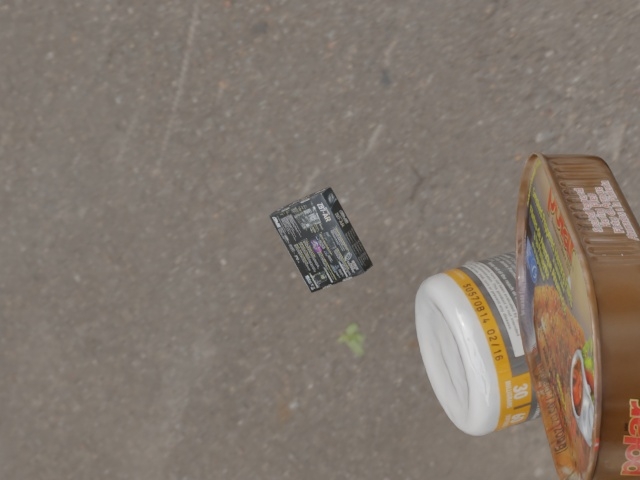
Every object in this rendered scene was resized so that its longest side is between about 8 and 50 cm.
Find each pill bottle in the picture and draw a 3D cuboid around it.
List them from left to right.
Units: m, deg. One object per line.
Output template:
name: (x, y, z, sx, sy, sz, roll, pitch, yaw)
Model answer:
pill bottle: (0.245, 0.076, 1.200, 0.162, 0.278, 0.162, 164, 90, -78)

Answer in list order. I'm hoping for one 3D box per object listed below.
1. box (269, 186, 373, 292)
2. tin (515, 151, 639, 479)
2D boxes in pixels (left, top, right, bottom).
box: (0.000, 0.000, 1.120, 0.067, 0.018, 0.083, -23, 100, 38)
tin: (0.116, 0.030, 0.544, 0.040, 0.189, 0.106, -4, 119, 2)
